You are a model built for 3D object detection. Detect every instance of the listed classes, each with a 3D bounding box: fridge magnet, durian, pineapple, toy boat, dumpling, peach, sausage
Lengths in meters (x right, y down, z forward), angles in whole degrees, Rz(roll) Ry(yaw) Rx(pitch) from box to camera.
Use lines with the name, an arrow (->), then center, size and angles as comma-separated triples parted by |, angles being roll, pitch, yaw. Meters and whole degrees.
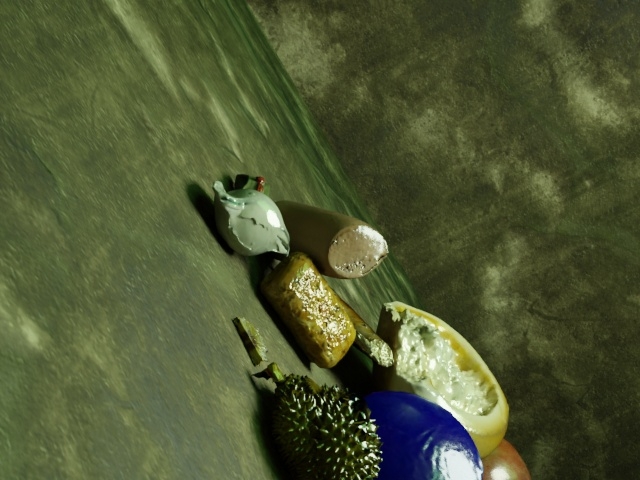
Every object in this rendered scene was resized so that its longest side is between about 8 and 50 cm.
fridge magnet -> 0.136, 0.367, 1.410 | 0.113, 0.265, 0.266 | 106, -26, -44
durian -> 0.009, 0.270, 1.254 | 0.237, 0.137, 0.193 | 61, 11, 4
pineapple -> -0.105, 0.154, 1.332 | 0.083, 0.019, 0.045 | 61, 14, 12
toy boat -> -0.135, -0.083, 1.645 | 0.185, 0.071, 0.089 | -93, -166, -66
dumpling -> -0.130, -0.035, 1.493 | 0.188, 0.108, 0.127 | 40, -6, -27
peach -> 0.348, 0.545, 1.883 | 0.252, 0.252, 0.252 | 58, 12, -19
sausage -> 0.000, 0.000, 1.614 | 0.252, 0.123, 0.123 | 14, -33, 50

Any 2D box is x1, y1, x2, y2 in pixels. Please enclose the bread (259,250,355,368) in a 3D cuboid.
bread -> -0.017, 0.127, 1.552 | 0.114, 0.083, 0.211 | -48, 118, -30

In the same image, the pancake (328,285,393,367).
pancake -> 0.027, 0.128, 1.704 | 0.244, 0.057, 0.266 | 49, -7, -33

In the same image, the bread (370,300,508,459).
bread -> 0.206, 0.306, 1.786 | 0.329, 0.245, 0.424 | 45, 15, -22
